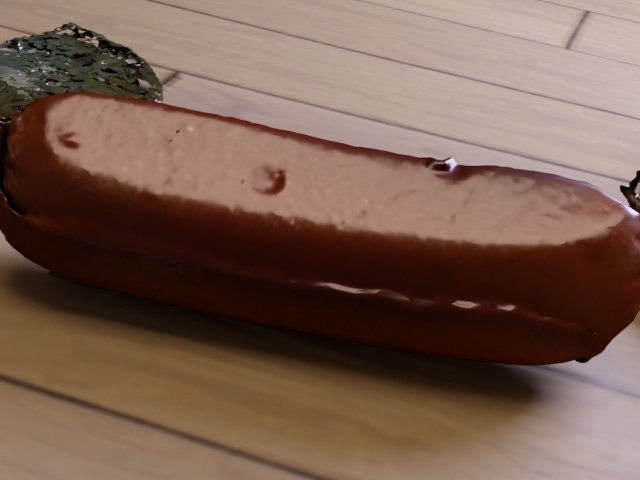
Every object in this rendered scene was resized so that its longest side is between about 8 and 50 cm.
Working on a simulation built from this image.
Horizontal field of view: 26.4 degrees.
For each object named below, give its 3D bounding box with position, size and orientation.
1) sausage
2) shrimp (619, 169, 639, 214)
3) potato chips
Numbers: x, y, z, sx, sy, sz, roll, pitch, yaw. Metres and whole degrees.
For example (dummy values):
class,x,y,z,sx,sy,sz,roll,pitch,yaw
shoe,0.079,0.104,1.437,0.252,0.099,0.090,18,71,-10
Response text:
class,x,y,z,sx,sy,sz,roll,pitch,yaw
sausage,0.000,0.000,0.667,0.330,0.102,0.102,10,25,4
shrimp,0.299,0.028,0.750,0.222,0.054,0.290,-8,34,-30
potato chips,-0.217,-0.116,0.915,0.220,0.029,0.202,0,30,-23
